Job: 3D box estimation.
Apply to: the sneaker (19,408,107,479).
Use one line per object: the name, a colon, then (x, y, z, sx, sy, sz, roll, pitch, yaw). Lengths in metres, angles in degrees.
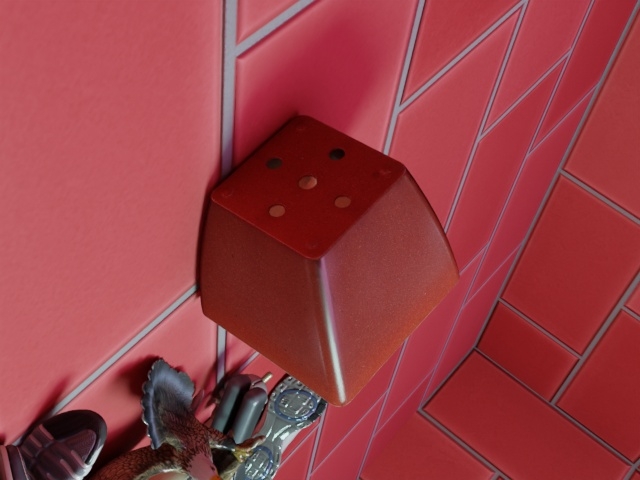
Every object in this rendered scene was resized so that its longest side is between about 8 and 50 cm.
sneaker: (-0.335, 0.291, 1.225, 0.228, 0.086, 0.132, -46, 169, 12)

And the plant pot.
plant pot: (0.000, 0.000, 1.244, 0.267, 0.267, 0.235, -44, 148, -25)

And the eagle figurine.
eagle figurine: (-0.225, 0.307, 1.413, 0.298, 0.225, 0.226, 24, 59, -42)

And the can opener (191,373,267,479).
can opener: (-0.154, 0.343, 1.614, 0.093, 0.074, 0.280, -25, 142, -52)

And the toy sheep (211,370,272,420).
toy sheep: (-0.135, 0.273, 1.659, 0.132, 0.091, 0.091, -36, 163, 5)

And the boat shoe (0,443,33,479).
boat shoe: (-0.332, 0.333, 1.137, 0.065, 0.206, 0.075, -19, -176, -28)

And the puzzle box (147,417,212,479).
puzzle box: (-0.271, 0.509, 1.816, 0.272, 0.052, 0.409, -41, 159, -31)

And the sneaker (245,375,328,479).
sneaker: (-0.086, 0.376, 1.991, 0.297, 0.111, 0.129, -51, -178, -4)
